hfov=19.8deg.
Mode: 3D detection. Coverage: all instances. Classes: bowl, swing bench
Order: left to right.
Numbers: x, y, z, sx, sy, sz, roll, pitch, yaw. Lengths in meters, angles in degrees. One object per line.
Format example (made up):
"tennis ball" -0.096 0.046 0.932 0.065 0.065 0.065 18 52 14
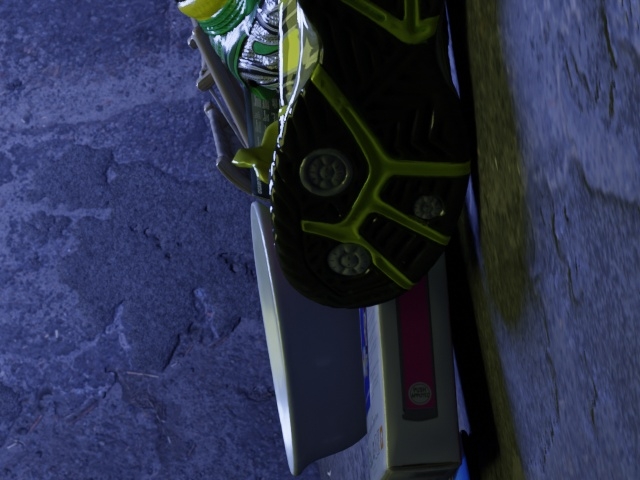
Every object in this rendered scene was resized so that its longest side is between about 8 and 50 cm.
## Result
"swing bench" -0.080 -0.195 2.387 0.253 0.165 0.255 -111 13 -68
"bowl" 0.012 0.096 1.953 0.298 0.134 0.298 172 90 -86

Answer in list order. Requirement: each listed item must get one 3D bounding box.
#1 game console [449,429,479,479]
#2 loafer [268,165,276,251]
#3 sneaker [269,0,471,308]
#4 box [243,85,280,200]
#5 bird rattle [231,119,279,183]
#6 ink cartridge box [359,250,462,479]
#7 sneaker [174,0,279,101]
"game console" 0.095 0.249 1.529 0.085 0.124 0.144 40 -146 -55
"loafer" -0.005 -0.060 1.631 0.096 0.084 0.267 63 -151 -31
"sneaker" 0.038 -0.131 1.312 0.147 0.145 0.385 -89 3 -63
"box" -0.032 -0.172 2.074 0.220 0.051 0.175 88 -160 -58
"bird rattle" -0.001 -0.110 1.837 0.253 0.143 0.207 -132 50 -77
"ink cartridge box" 0.062 0.016 1.486 0.176 0.069 0.371 99 166 -75
"sneaker" -0.005 -0.206 1.596 0.146 0.134 0.343 55 163 -9
